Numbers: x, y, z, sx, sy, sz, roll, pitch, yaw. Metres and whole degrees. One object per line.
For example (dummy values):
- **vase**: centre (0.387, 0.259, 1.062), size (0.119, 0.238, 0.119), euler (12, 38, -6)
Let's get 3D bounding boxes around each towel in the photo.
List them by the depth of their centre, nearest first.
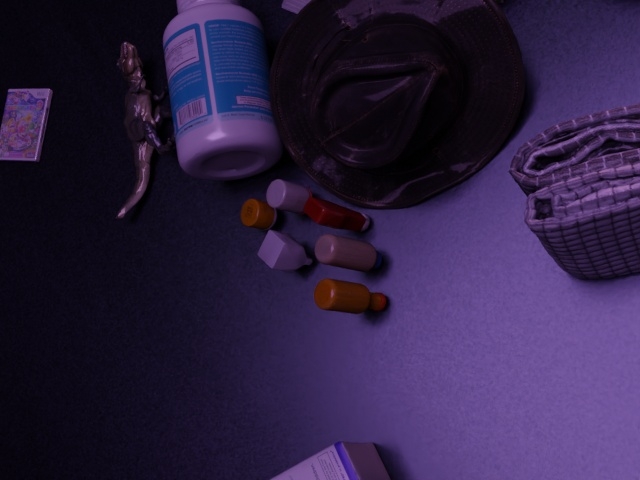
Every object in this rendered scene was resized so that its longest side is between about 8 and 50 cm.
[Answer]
- **towel**: centre (0.367, -0.066, 1.006), size (0.284, 0.235, 0.121), euler (-18, 66, 19)

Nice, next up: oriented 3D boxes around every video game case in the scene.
- **video game case**: centre (-0.484, -0.188, 1.527), size (0.087, 0.011, 0.122), euler (4, 79, 25)

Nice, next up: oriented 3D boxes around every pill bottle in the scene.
- **pill bottle**: centre (-0.140, -0.227, 1.311), size (0.146, 0.146, 0.264), euler (-15, 72, 20)

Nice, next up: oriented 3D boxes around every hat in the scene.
- **hat**: centre (0.080, -0.181, 1.149), size (0.332, 0.134, 0.331), euler (4, 106, 13)

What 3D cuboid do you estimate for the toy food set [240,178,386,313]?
- **toy food set**: centre (0.000, 0.000, 1.244), size (0.232, 0.105, 0.111), euler (40, 110, 43)

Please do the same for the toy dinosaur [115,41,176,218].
- **toy dinosaur**: centre (-0.251, -0.169, 1.397), size (0.118, 0.064, 0.268), euler (-8, 77, 29)

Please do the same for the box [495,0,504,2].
- **box**: centre (0.199, -0.422, 1.268), size (0.114, 0.036, 0.206), euler (3, 80, 24)

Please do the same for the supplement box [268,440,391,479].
- **supplement box**: centre (-0.022, 0.344, 1.147), size (0.220, 0.111, 0.113), euler (-33, 67, 13)

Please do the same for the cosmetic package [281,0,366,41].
- **cosmetic package**: centre (0.057, -0.394, 1.250), size (0.107, 0.127, 0.237), euler (27, 101, 27)
